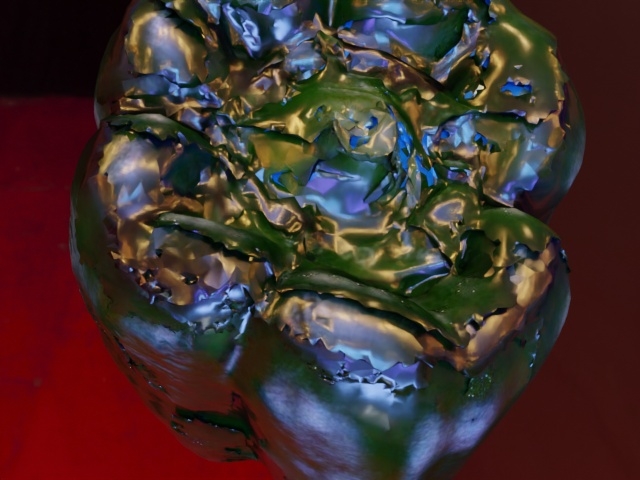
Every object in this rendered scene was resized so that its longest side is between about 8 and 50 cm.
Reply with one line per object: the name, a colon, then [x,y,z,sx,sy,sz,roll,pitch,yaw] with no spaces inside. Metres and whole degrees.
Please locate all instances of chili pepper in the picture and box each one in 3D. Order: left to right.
chili pepper: [0.000,0.000,0.527,0.233,0.257,0.249,22,58,6]
